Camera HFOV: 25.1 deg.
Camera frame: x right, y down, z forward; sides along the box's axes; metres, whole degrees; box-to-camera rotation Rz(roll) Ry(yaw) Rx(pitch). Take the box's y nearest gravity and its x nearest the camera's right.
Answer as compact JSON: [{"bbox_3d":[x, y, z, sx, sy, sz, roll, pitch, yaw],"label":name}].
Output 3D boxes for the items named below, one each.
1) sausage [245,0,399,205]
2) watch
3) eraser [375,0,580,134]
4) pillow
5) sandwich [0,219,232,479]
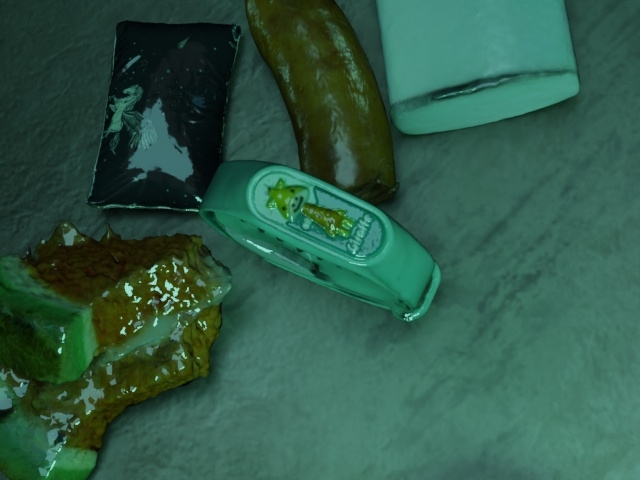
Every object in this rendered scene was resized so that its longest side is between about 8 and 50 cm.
[{"bbox_3d":[-0.001,-0.157,1.432,0.109,0.109,0.270,-22,72,2],"label":"sausage"},{"bbox_3d":[0.000,0.000,1.344,0.237,0.195,0.068,23,77,4],"label":"watch"},{"bbox_3d":[0.144,-0.265,1.437,0.189,0.104,0.290,-11,73,16],"label":"eraser"},{"bbox_3d":[-0.160,-0.128,1.475,0.141,0.055,0.208,4,76,1],"label":"pillow"},{"bbox_3d":[-0.224,0.088,1.369,0.301,0.162,0.250,-26,77,4],"label":"sandwich"}]
